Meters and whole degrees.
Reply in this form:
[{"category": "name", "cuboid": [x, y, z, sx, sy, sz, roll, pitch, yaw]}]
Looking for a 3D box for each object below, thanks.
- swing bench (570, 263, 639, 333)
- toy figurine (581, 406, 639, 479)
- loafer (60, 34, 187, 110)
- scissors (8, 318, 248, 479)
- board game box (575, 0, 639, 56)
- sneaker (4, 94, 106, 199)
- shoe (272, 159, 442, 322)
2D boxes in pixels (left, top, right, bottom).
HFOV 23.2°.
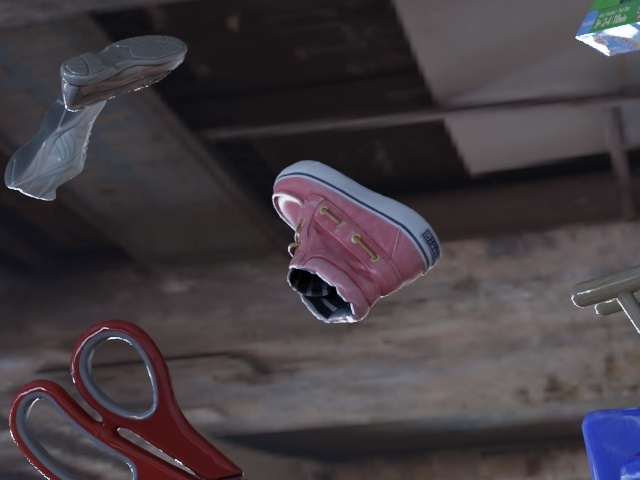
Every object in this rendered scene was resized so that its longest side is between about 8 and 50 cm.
[{"category": "swing bench", "cuboid": [0.351, 0.038, 1.212, 0.165, 0.254, 0.253, 57, -170, 13]}, {"category": "toy figurine", "cuboid": [0.154, 0.053, 0.507, 0.362, 0.217, 0.191, 39, -150, -69]}, {"category": "loafer", "cuboid": [-0.168, -0.142, 1.318, 0.125, 0.045, 0.039, -22, -44, -40]}, {"category": "scissors", "cuboid": [-0.055, 0.162, 0.941, 0.109, 0.297, 0.021, -53, -7, 2]}, {"category": "board game box", "cuboid": [0.283, -0.247, 1.202, 0.211, 0.039, 0.160, -62, 9, -2]}, {"category": "sneaker", "cuboid": [-0.277, -0.108, 1.697, 0.061, 0.152, 0.054, 31, -162, -38]}, {"category": "shoe", "cuboid": [0.000, 0.000, 1.084, 0.178, 0.081, 0.063, 25, 147, 51]}]
